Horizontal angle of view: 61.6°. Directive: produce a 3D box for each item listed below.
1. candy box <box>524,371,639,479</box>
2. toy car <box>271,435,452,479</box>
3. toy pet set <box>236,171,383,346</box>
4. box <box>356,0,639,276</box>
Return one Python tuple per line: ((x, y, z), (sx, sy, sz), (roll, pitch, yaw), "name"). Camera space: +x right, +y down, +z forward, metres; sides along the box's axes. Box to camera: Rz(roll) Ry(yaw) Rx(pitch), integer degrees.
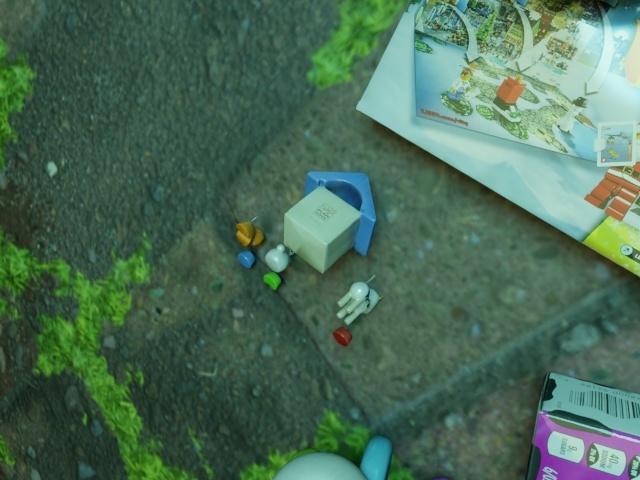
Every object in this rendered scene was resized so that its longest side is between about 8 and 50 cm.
((0.235, 0.187, 0.300), (0.233, 0.071, 0.159), (10, 103, 25), "candy box")
((0.047, 0.220, 0.372), (0.182, 0.136, 0.159), (57, 165, 34), "toy car")
((0.000, 0.000, 0.411), (0.122, 0.065, 0.114), (37, 148, 20), "toy pet set")
((0.156, -0.091, 0.308), (0.233, 0.044, 0.159), (36, 112, 18), "box")
